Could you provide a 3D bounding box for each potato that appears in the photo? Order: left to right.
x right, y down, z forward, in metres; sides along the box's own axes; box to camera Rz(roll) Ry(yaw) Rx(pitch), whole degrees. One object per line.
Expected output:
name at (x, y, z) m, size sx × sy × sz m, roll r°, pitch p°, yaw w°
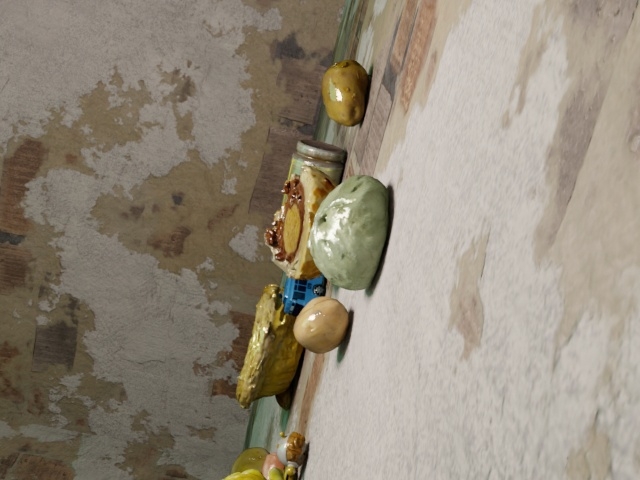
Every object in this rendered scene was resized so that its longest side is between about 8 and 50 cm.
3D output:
potato at (-0.205, 0.716, 2.313) m, size 0.200 × 0.136 × 0.155 m, roll -82°, pitch 7°, yaw -46°
potato at (0.005, 0.167, 1.548) m, size 0.147 × 0.112 × 0.112 m, roll 128°, pitch 154°, yaw -60°
potato at (0.062, -0.381, 2.015) m, size 0.137 × 0.137 × 0.176 m, roll 112°, pitch 166°, yaw -61°

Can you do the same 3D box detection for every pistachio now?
pistachio at (-0.115, 0.462, 2.399) m, size 0.173 × 0.049 × 0.090 m, roll -90°, pitch 12°, yaw -66°

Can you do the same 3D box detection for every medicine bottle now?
medicine bottle at (-0.032, -0.118, 2.251) m, size 0.151 × 0.151 × 0.323 m, roll -96°, pitch 19°, yaw -73°

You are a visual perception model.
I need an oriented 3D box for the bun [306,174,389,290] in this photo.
bun at (0.046, -0.016, 1.395) m, size 0.212 × 0.126 × 0.204 m, roll -87°, pitch 12°, yaw -61°

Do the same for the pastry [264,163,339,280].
pastry at (-0.007, -0.034, 1.826) m, size 0.237 × 0.170 × 0.256 m, roll 50°, pitch 126°, yaw 58°

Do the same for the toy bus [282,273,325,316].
toy bus at (-0.040, 0.115, 2.079) m, size 0.090 × 0.106 × 0.185 m, roll 115°, pitch 166°, yaw -56°

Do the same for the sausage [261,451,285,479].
sausage at (-0.127, 0.698, 1.789) m, size 0.094 × 0.094 × 0.419 m, roll -9°, pitch 62°, yaw 42°

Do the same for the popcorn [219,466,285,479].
popcorn at (-0.127, 0.559, 1.431) m, size 0.225 × 0.276 × 0.276 m, roll -43°, pitch 10°, yaw 5°

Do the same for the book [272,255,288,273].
book at (-0.077, 0.065, 2.345) m, size 0.022 × 0.162 × 0.232 m, roll -46°, pitch 14°, yaw 13°

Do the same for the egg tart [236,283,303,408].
egg tart at (-0.143, 0.320, 2.308) m, size 0.388 × 0.168 × 0.388 m, roll -163°, pitch 90°, yaw -85°

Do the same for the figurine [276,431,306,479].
figurine at (-0.064, 0.493, 1.766) m, size 0.143 × 0.068 × 0.101 m, roll 82°, pitch -161°, yaw -50°
